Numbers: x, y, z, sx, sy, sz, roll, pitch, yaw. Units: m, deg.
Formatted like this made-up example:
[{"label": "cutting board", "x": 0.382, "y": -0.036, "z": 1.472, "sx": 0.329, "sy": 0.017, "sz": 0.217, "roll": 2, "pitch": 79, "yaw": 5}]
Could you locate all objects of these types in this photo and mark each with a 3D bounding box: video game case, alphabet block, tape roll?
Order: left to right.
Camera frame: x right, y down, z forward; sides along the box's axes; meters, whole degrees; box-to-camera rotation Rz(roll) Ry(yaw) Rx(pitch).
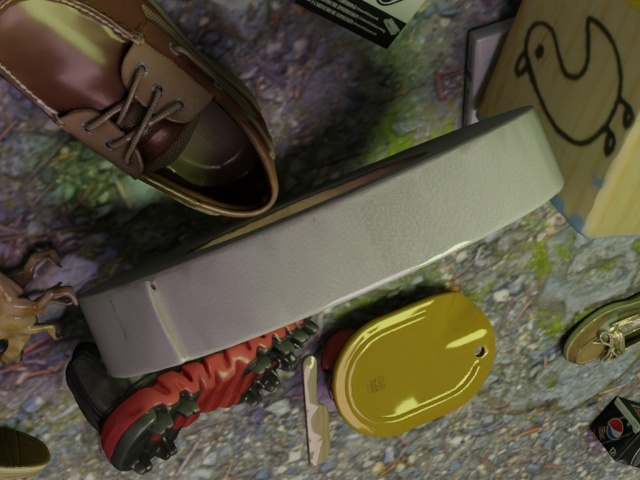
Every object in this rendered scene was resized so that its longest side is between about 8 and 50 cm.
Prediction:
[{"label": "tape roll", "x": 0.000, "y": 0.000, "z": 1.439, "sx": 0.392, "sy": 0.072, "sz": 0.392, "roll": -23, "pitch": -176, "yaw": 2}, {"label": "video game case", "x": 0.201, "y": -0.150, "z": 1.660, "sx": 0.157, "sy": 0.019, "sz": 0.143, "roll": -19, "pitch": 138, "yaw": -18}, {"label": "alphabet block", "x": 0.281, "y": -0.136, "z": 1.569, "sx": 0.193, "sy": 0.192, "sz": 0.197, "roll": -6, "pitch": 131, "yaw": -33}]

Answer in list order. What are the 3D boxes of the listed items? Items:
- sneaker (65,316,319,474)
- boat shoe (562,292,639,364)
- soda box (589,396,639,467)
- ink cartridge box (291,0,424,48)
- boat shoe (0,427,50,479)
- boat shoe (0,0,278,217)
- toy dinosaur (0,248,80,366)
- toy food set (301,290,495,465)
[{"label": "sneaker", "x": -0.116, "y": 0.097, "z": 1.628, "sx": 0.276, "sy": 0.135, "sz": 0.098, "roll": -27, "pitch": 154, "yaw": -47}, {"label": "boat shoe", "x": 0.332, "y": 0.095, "z": 1.973, "sx": 0.153, "sy": 0.048, "sz": 0.056, "roll": -24, "pitch": 139, "yaw": -12}, {"label": "soda box", "x": 0.390, "y": 0.233, "z": 2.141, "sx": 0.169, "sy": 0.060, "sz": 0.053, "roll": 18, "pitch": 117, "yaw": -44}, {"label": "ink cartridge box", "x": 0.005, "y": -0.228, "z": 1.426, "sx": 0.207, "sy": 0.046, "sz": 0.097, "roll": 21, "pitch": 114, "yaw": -45}, {"label": "boat shoe", "x": -0.309, "y": 0.198, "z": 1.638, "sx": 0.135, "sy": 0.050, "sz": 0.045, "roll": 3, "pitch": 132, "yaw": -24}, {"label": "boat shoe", "x": -0.135, "y": -0.110, "z": 1.391, "sx": 0.123, "sy": 0.116, "sz": 0.324, "roll": -47, "pitch": 139, "yaw": 14}, {"label": "toy dinosaur", "x": -0.251, "y": 0.048, "z": 1.520, "sx": 0.092, "sy": 0.053, "sz": 0.183, "roll": -25, "pitch": 140, "yaw": -10}, {"label": "toy food set", "x": 0.062, "y": 0.120, "z": 1.806, "sx": 0.217, "sy": 0.071, "sz": 0.128, "roll": -20, "pitch": 115, "yaw": -20}]
